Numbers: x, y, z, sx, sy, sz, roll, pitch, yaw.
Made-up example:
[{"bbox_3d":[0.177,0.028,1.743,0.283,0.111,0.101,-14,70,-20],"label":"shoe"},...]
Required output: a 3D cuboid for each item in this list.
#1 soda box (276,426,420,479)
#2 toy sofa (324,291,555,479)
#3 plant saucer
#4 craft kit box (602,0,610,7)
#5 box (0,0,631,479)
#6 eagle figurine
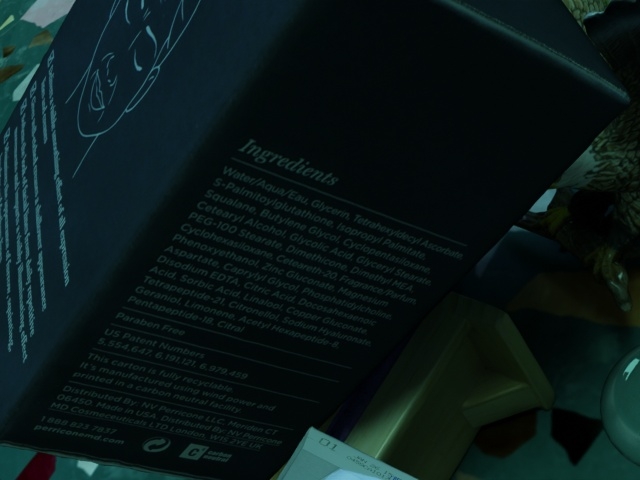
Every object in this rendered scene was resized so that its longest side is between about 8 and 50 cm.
[{"bbox_3d":[0.065,0.230,0.648,0.098,0.286,0.091,18,66,40],"label":"soda box"},{"bbox_3d":[0.011,0.201,0.803,0.177,0.150,0.363,22,70,40],"label":"toy sofa"},{"bbox_3d":[0.272,0.119,0.791,0.119,0.021,0.119,-17,49,20],"label":"plant saucer"},{"bbox_3d":[0.248,-0.300,0.953,0.249,0.061,0.247,4,56,37],"label":"craft kit box"},{"bbox_3d":[-0.049,-0.074,0.697,0.395,0.212,0.294,-50,38,30],"label":"box"},{"bbox_3d":[0.221,-0.100,0.773,0.226,0.298,0.225,10,35,14],"label":"eagle figurine"}]
